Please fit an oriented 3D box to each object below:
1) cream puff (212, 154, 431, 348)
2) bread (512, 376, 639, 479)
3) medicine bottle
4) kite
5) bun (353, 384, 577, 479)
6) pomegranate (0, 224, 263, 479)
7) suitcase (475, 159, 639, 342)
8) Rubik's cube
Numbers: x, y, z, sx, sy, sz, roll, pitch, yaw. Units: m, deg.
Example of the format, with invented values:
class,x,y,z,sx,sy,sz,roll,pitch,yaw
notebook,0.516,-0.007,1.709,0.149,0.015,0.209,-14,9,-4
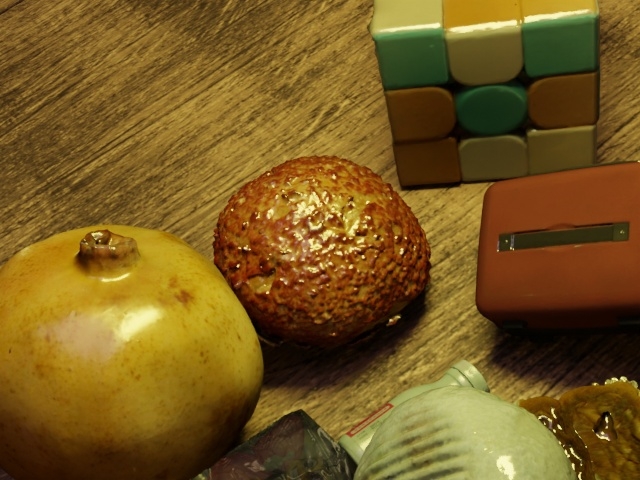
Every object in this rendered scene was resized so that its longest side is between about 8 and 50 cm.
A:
class,x,y,z,sx,sy,sz,roll,pitch,yaw
cream puff,-0.002,-0.003,1.548,0.350,0.229,0.350,1,37,-1
bread,0.352,0.288,1.311,0.192,0.110,0.210,-13,48,1
medicine bottle,0.132,0.252,1.409,0.216,0.090,0.090,-33,50,-15
kite,-0.128,0.353,1.339,0.360,0.204,0.022,-25,29,1
bun,0.168,0.353,1.187,0.362,0.211,0.362,-41,35,38
pomegranate,-0.283,0.152,1.401,0.416,0.417,0.417,-7,49,8
suitcase,0.372,0.017,1.420,0.297,0.161,0.236,-7,69,40
Rubik's cube,0.278,-0.332,1.703,0.344,0.346,0.347,-2,51,11
